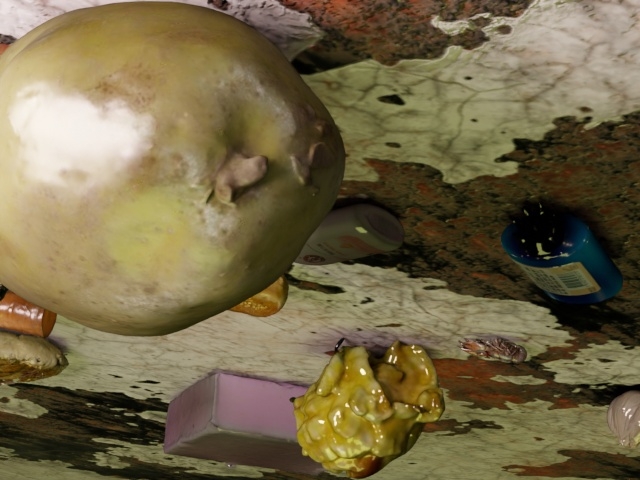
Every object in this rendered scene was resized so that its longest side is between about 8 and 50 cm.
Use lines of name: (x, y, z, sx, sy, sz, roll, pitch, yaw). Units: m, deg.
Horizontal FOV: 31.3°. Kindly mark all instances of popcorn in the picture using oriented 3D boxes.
popcorn: (0.065, 0.221, 1.560, 0.169, 0.218, 0.189, 46, 142, 12)

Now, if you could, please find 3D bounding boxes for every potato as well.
potato: (-0.129, -0.048, 0.796, 0.243, 0.221, 0.326, 21, 166, -14)

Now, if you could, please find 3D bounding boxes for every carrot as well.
carrot: (-0.449, 0.076, 1.447, 0.224, 0.057, 0.057, 11, 159, -2)

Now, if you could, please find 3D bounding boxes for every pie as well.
pie: (-0.507, 0.168, 1.686, 0.274, 0.055, 0.274, 4, 161, 1)

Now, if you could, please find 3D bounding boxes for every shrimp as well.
shrimp: (0.224, 0.141, 1.498, 0.092, 0.029, 0.038, 4, 161, 11)

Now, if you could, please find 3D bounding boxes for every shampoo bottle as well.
shampoo bottle: (0.000, 0.000, 1.151, 0.165, 0.040, 0.080, -14, 154, 38)
shampoo bottle: (0.236, 0.015, 1.127, 0.087, 0.050, 0.183, -2, 159, 28)

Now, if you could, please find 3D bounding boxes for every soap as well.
soap: (-0.087, 0.314, 1.912, 0.296, 0.107, 0.285, 12, 159, -21)

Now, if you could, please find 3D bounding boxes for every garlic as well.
garlic: (0.468, 0.261, 1.703, 0.094, 0.074, 0.113, -28, 172, -15)

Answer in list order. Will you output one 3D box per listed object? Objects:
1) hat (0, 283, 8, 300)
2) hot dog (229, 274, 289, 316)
hat: (-0.380, 0.028, 1.282, 0.076, 0.059, 0.077, 27, 149, -13)
hot dog: (-0.164, 0.021, 1.212, 0.286, 0.061, 0.088, 19, 152, -31)
